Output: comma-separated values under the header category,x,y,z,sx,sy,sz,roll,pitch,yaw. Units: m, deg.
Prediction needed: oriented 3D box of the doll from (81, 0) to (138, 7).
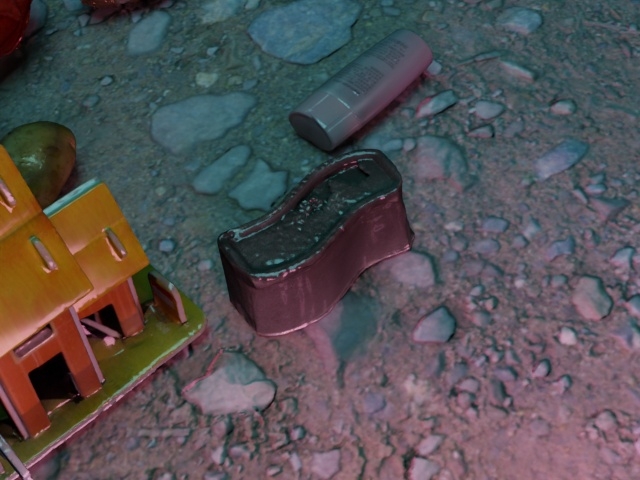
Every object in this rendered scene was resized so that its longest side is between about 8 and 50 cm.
category,x,y,z,sx,sy,sz,roll,pitch,yaw
doll,-0.254,-0.402,1.772,0.221,0.105,0.115,-28,49,-16

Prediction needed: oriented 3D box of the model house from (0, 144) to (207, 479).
category,x,y,z,sx,sy,sz,roll,pitch,yaw
model house,-0.269,0.062,1.221,0.300,0.324,0.340,-38,54,-22

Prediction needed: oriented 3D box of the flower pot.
category,x,y,z,sx,sy,sz,roll,pitch,yaw
flower pot,0.000,0.000,1.378,0.229,0.108,0.103,-36,54,-20

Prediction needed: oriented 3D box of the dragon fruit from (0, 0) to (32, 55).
category,x,y,z,sx,sy,sz,roll,pitch,yaw
dragon fruit,-0.507,-0.341,1.685,0.241,0.241,0.252,15,21,21

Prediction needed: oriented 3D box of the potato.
category,x,y,z,sx,sy,sz,roll,pitch,yaw
potato,-0.363,-0.077,1.521,0.107,0.080,0.170,8,55,15

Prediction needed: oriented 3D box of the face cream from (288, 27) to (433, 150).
category,x,y,z,sx,sy,sz,roll,pitch,yaw
face cream,0.055,-0.192,1.573,0.198,0.057,0.084,-41,54,-22
